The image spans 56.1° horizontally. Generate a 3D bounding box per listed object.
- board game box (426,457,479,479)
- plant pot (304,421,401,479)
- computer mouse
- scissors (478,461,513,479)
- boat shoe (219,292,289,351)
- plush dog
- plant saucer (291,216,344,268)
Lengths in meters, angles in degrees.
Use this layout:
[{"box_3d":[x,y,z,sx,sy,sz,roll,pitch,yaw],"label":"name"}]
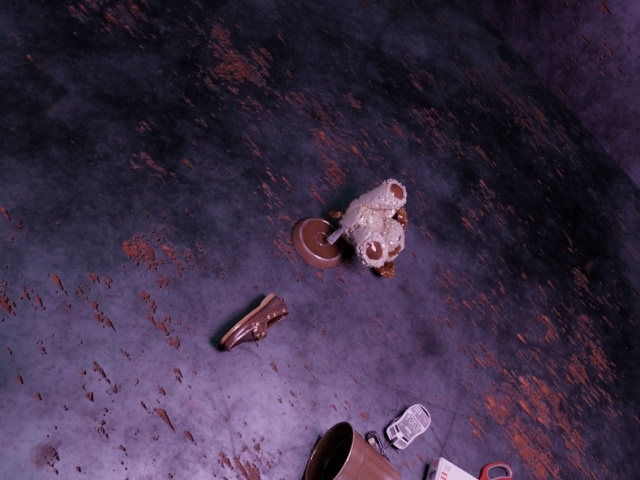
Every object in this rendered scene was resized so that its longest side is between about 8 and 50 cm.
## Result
[{"box_3d":[0.374,0.687,1.445,0.305,0.053,0.193,34,54,-10],"label":"board game box"},{"box_3d":[0.079,0.518,1.331,0.165,0.167,0.167,39,48,-15],"label":"plant pot"},{"box_3d":[0.201,0.483,1.497,0.193,0.042,0.106,-28,73,-34],"label":"computer mouse"},{"box_3d":[0.383,0.630,1.525,0.297,0.021,0.109,5,63,-26],"label":"scissors"},{"box_3d":[-0.153,0.204,1.442,0.073,0.073,0.207,46,49,5],"label":"boat shoe"},{"box_3d":[0.158,-0.020,1.720,0.225,0.210,0.263,39,64,-40],"label":"plush dog"},{"box_3d":[0.000,0.000,1.695,0.168,0.029,0.169,15,53,-22],"label":"plant saucer"}]
